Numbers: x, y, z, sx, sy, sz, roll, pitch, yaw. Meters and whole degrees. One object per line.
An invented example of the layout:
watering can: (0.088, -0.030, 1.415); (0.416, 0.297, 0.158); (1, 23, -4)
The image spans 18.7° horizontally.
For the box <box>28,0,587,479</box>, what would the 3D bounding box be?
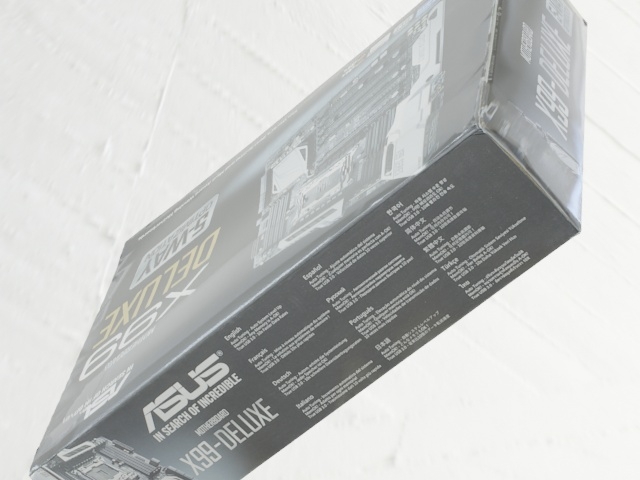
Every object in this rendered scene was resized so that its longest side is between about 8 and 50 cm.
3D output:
box: (0.000, 0.000, 1.017); (0.307, 0.242, 0.076); (-38, -72, 25)
